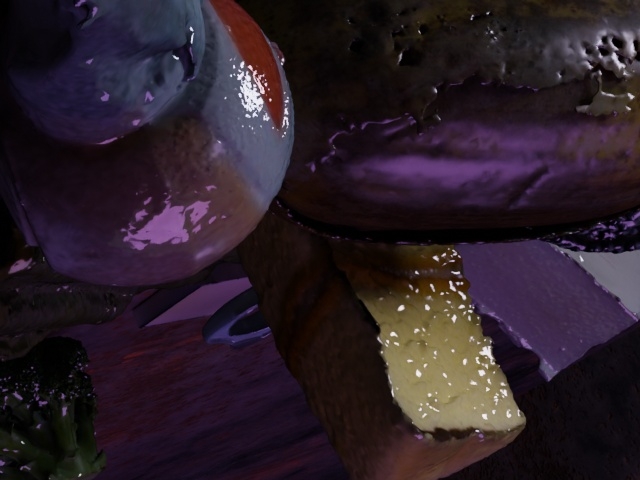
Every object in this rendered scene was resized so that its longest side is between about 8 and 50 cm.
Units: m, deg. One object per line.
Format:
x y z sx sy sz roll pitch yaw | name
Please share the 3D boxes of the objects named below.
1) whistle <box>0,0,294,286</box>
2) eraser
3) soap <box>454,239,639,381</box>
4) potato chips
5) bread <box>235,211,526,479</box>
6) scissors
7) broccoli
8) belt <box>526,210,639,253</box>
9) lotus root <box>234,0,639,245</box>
-0.102 -0.097 0.850 0.189 0.189 0.348 -23 153 -7 | whistle
-0.102 0.049 1.670 0.104 0.023 0.150 -35 164 37 | eraser
0.268 -0.029 1.988 0.159 0.257 0.302 -37 -154 40 | soap
-0.094 -0.019 1.332 0.358 0.070 0.429 -33 166 18 | potato chips
0.026 0.044 1.173 0.142 0.266 0.178 -34 158 13 | bread
0.016 0.006 1.448 0.191 0.029 0.360 -17 163 -27 | scissors
-0.280 0.169 1.525 0.195 0.156 0.195 -31 169 -6 | broccoli
0.255 -0.123 1.331 0.206 0.161 0.295 7 148 -12 | belt
0.086 -0.098 1.080 0.397 0.179 0.196 -3 140 -21 | lotus root
